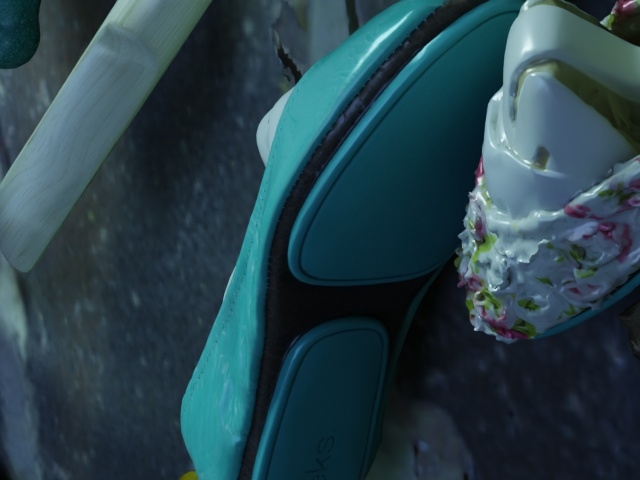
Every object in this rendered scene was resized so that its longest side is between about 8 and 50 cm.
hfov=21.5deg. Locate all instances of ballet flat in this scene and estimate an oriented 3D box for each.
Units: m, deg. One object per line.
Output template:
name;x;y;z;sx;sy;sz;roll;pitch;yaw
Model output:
ballet flat;0.099;-0.055;0.458;0.241;0.077;0.091;-42;32;39
ballet flat;0.000;0.000;0.591;0.087;0.083;0.247;51;133;42

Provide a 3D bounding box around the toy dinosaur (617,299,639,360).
toy dinosaur;0.145;0.017;0.461;0.183;0.053;0.093;-40;72;45

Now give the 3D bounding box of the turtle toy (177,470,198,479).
turtle toy;-0.082;0.159;0.725;0.066;0.095;0.130;51;138;-7

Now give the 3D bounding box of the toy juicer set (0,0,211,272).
toy juicer set;-0.110;-0.180;0.660;0.209;0.089;0.329;-30;88;26
